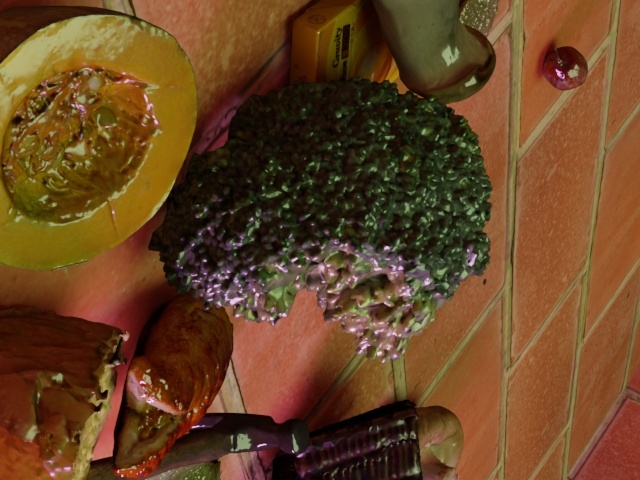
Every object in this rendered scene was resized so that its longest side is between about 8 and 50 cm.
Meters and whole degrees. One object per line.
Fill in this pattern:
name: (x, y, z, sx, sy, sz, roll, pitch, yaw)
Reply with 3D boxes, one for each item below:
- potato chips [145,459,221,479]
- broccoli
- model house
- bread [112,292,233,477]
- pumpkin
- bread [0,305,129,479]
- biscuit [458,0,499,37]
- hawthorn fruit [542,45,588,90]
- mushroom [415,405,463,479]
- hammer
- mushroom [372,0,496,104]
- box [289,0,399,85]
potato chips: (-0.167, 0.288, 1.611, 0.209, 0.026, 0.142, -15, 131, -56)
broccoli: (0.015, 0.004, 1.371, 0.375, 0.249, 0.301, -17, 139, -37)
model house: (0.009, 0.342, 1.849, 0.317, 0.297, 0.282, -18, 134, -5)
bread: (-0.142, 0.138, 1.338, 0.269, 0.095, 0.139, -78, 176, -72)
pumpkin: (-0.209, -0.094, 1.049, 0.217, 0.110, 0.217, -33, 145, -27)
bread: (-0.246, 0.144, 1.139, 0.260, 0.147, 0.160, -95, -161, -71)
biscuit: (0.196, -0.278, 1.757, 0.120, 0.015, 0.120, -45, 152, -33)
hawthorn fruit: (0.362, -0.262, 2.041, 0.066, 0.067, 0.103, -64, 158, 3)
mushroom: (0.143, 0.378, 2.177, 0.278, 0.146, 0.278, -38, 136, -49)
hammer: (-0.205, 0.227, 1.356, 0.440, 0.168, 0.044, -7, 93, -52)
mushroom: (0.082, -0.270, 1.369, 0.159, 0.122, 0.328, -28, 134, -1)
box: (0.056, -0.227, 1.494, 0.269, 0.043, 0.152, -41, 147, -40)
